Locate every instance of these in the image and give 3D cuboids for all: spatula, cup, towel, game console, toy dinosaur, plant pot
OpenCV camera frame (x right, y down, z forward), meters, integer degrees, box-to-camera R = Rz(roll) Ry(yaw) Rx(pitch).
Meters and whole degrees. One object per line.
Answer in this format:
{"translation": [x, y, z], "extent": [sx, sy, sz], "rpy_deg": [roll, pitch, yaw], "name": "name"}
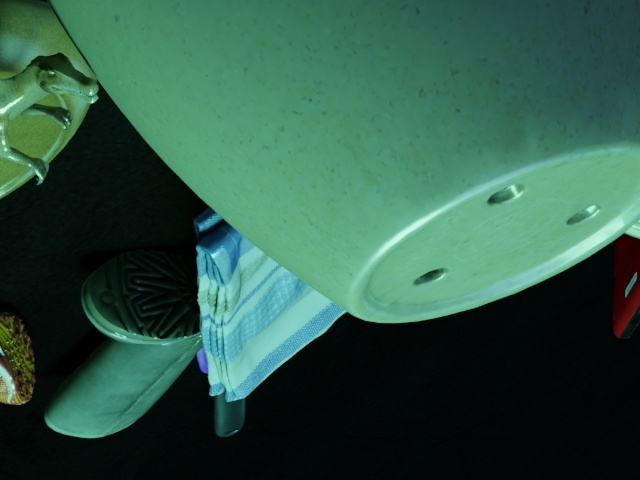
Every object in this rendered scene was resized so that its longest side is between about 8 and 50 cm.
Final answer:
{"translation": [-0.072, 0.111, 1.651], "extent": [0.084, 0.030, 0.296], "rpy_deg": [-20, 160, -14], "name": "spatula"}
{"translation": [0.047, -0.100, 0.946], "extent": [0.331, 0.237, 0.331], "rpy_deg": [-20, 161, -7], "name": "cup"}
{"translation": [0.000, 0.000, 1.346], "extent": [0.209, 0.034, 0.285], "rpy_deg": [-38, 161, -16], "name": "towel"}
{"translation": [0.258, -0.006, 1.343], "extent": [0.085, 0.124, 0.144], "rpy_deg": [6, 157, -1], "name": "game console"}
{"translation": [-0.196, -0.061, 0.989], "extent": [0.183, 0.053, 0.092], "rpy_deg": [-12, 143, 6], "name": "toy dinosaur"}
{"translation": [-0.229, -0.056, 1.063], "extent": [0.236, 0.032, 0.236], "rpy_deg": [-21, 160, -8], "name": "plant pot"}

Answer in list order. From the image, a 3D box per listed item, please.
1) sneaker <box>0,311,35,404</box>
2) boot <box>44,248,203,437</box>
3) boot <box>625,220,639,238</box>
{"translation": [-0.252, 0.076, 1.356], "extent": [0.067, 0.064, 0.175], "rpy_deg": [-8, 159, 18], "name": "sneaker"}
{"translation": [-0.150, 0.082, 1.455], "extent": [0.189, 0.076, 0.208], "rpy_deg": [0, 155, -46], "name": "boot"}
{"translation": [0.186, -0.102, 1.163], "extent": [0.077, 0.213, 0.165], "rpy_deg": [-52, 180, -42], "name": "boot"}
